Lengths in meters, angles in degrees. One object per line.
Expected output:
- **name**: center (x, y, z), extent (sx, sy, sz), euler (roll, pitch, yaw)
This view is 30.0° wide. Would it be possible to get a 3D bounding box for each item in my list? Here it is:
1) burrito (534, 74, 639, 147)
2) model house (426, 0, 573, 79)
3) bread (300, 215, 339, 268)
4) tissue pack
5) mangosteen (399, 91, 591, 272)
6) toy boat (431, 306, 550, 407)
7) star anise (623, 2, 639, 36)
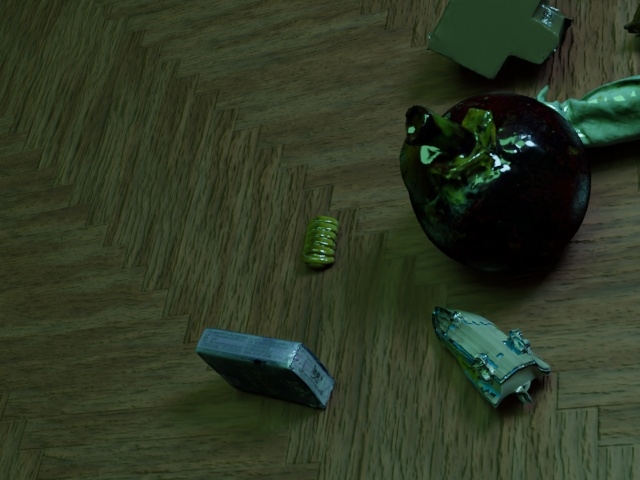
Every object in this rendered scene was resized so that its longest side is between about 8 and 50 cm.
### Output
- **burrito**: center (0.393, -0.167, 1.542), extent (0.229, 0.144, 0.089), euler (-11, 76, 31)
- **model house**: center (0.286, -0.355, 1.749), extent (0.176, 0.181, 0.248), euler (29, 36, 1)
- **bread**: center (0.000, 0.000, 1.695), extent (0.049, 0.034, 0.088), euler (-2, 54, 22)
- **tissue pack**: center (-0.071, 0.163, 1.554), extent (0.156, 0.112, 0.051), euler (6, 60, 34)
- **mangosteen**: center (0.201, -0.082, 1.466), extent (0.231, 0.289, 0.231), euler (-10, 72, 31)
- **toy boat**: center (0.194, 0.128, 1.468), extent (0.084, 0.066, 0.210), euler (-32, 33, -12)
- **star anise**: center (0.534, -0.312, 1.559), extent (0.237, 0.148, 0.346), euler (-47, 45, 21)
